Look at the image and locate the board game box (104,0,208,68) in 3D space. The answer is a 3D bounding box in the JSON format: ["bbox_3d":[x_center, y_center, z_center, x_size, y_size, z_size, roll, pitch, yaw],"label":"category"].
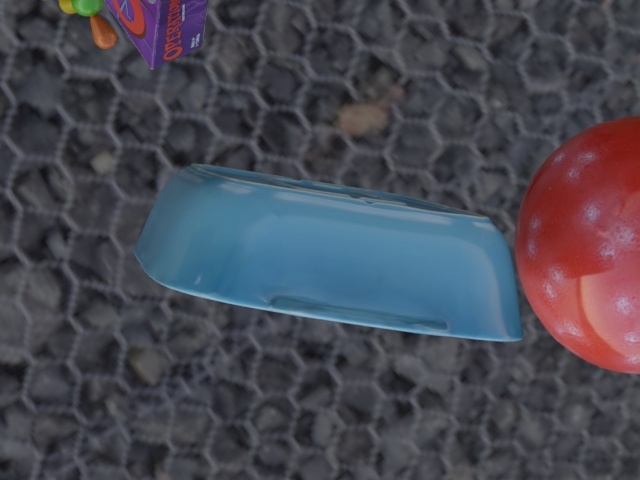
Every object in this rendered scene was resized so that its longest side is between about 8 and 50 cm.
[{"bbox_3d":[-0.176,-0.302,1.138,0.056,0.347,0.208,-30,162,-16],"label":"board game box"}]

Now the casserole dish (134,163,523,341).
[{"bbox_3d":[0.000,0.000,0.565,0.114,0.188,0.037,8,94,-10],"label":"casserole dish"}]

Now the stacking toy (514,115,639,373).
[{"bbox_3d":[0.228,-0.031,0.606,0.330,0.141,0.141,-19,128,-3],"label":"stacking toy"}]

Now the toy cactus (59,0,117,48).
[{"bbox_3d":[-0.172,-0.249,1.495,0.180,0.112,0.219,-30,176,12],"label":"toy cactus"}]
